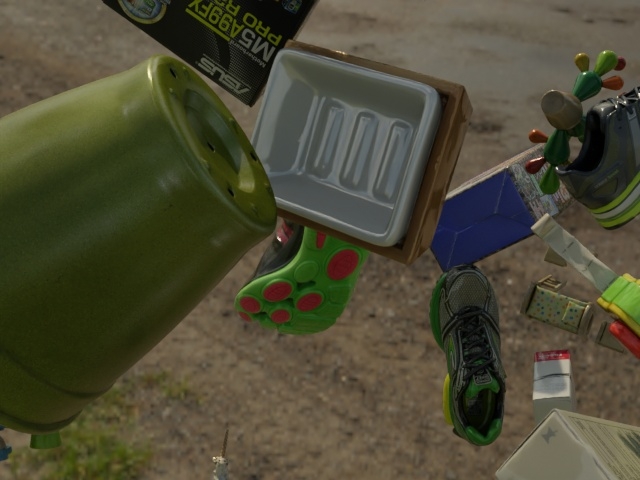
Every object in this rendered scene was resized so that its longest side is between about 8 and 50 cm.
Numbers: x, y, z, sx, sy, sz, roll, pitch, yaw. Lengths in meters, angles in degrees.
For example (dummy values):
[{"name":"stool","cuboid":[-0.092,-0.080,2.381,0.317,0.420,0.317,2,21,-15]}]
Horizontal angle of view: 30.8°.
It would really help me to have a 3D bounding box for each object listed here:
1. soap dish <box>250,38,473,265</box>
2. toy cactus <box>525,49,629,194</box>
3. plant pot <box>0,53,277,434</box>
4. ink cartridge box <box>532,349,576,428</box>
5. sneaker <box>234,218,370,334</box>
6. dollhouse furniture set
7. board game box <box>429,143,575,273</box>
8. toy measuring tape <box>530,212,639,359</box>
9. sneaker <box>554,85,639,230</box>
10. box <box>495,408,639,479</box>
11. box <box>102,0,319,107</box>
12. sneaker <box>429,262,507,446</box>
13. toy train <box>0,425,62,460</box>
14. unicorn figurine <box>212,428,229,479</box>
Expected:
[{"name":"soap dish","cuboid":[0.047,-0.117,1.500,0.291,0.229,0.118,21,9,36]},{"name":"toy cactus","cuboid":[0.342,-0.176,1.603,0.112,0.219,0.180,39,10,28]},{"name":"plant pot","cuboid":[-0.252,-0.022,1.331,0.353,0.366,0.366,-31,21,14]},{"name":"ink cartridge box","cuboid":[0.381,0.262,1.887,0.063,0.109,0.150,-5,24,15]},{"name":"sneaker","cuboid":[0.000,0.000,2.059,0.185,0.483,0.202,26,42,-14]},{"name":"dollhouse furniture set","cuboid":[0.453,0.083,1.959,0.182,0.161,0.101,20,-4,20]},{"name":"board game box","cuboid":[0.364,-0.070,2.374,0.232,0.141,0.291,-28,1,31]},{"name":"toy measuring tape","cuboid":[0.432,0.071,1.691,0.121,0.121,0.330,-23,61,-44]},{"name":"sneaker","cuboid":[0.428,-0.163,1.538,0.121,0.300,0.111,31,4,-21]},{"name":"box","cuboid":[0.364,0.324,1.500,0.232,0.127,0.149,18,28,-44]},{"name":"box","cuboid":[-0.151,-0.345,1.613,0.270,0.216,0.060,36,41,-1]},{"name":"sneaker","cuboid":[0.290,0.211,2.134,0.134,0.344,0.146,-10,6,-8]},{"name":"toy train","cuboid":[-0.404,0.243,1.718,0.248,0.143,0.105,-7,2,-17]},{"name":"unicorn figurine","cuboid":[-0.099,0.317,1.382,0.060,0.162,0.111,-34,-3,4]}]
